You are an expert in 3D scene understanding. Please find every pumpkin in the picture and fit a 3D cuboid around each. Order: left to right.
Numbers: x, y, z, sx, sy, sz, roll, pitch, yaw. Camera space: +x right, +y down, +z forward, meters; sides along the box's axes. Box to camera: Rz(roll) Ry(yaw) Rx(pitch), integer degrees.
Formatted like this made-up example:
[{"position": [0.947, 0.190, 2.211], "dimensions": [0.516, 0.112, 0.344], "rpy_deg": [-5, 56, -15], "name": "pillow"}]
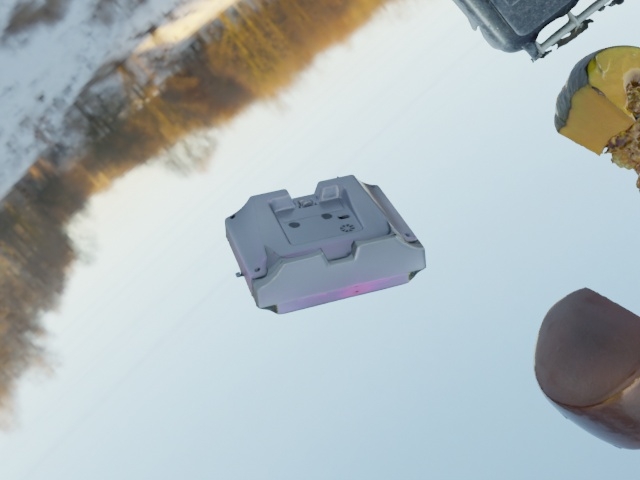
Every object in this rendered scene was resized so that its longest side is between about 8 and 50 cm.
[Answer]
[{"position": [0.499, -0.183, 1.628], "dimensions": [0.190, 0.281, 0.139], "rpy_deg": [-2, 155, -16], "name": "pumpkin"}]

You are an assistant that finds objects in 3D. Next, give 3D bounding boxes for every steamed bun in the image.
[{"position": [0.588, 0.273, 2.017], "dimensions": [0.248, 0.235, 0.379], "rpy_deg": [-54, -158, 2], "name": "steamed bun"}]

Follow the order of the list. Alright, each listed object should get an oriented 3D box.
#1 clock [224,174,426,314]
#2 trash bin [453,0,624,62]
[{"position": [0.000, 0.000, 1.367], "dimensions": [0.253, 0.083, 0.186], "rpy_deg": [-14, -145, -13], "name": "clock"}, {"position": [0.280, -0.492, 1.538], "dimensions": [0.256, 0.296, 0.368], "rpy_deg": [-39, -136, 18], "name": "trash bin"}]
